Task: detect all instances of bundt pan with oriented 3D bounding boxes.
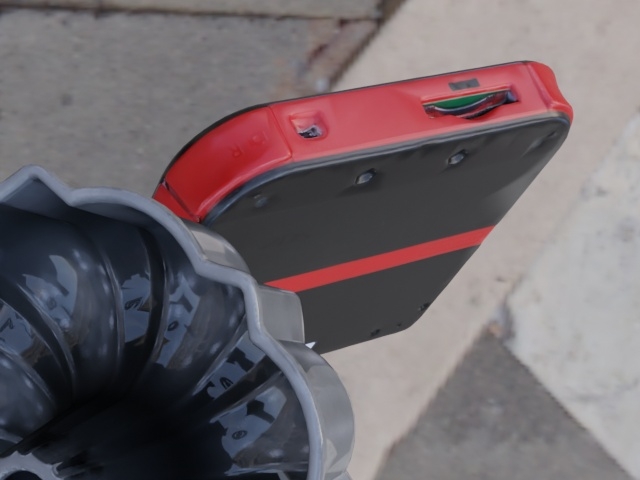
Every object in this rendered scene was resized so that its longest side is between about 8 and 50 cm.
[{"bbox_3d":[-0.120,0.128,0.875,0.124,0.331,0.331,-1,97,-67],"label":"bundt pan"}]

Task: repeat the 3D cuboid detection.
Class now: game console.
[{"bbox_3d":[0.000,0.000,1.365,0.386,0.342,0.060,-13,62,-38],"label":"game console"}]
